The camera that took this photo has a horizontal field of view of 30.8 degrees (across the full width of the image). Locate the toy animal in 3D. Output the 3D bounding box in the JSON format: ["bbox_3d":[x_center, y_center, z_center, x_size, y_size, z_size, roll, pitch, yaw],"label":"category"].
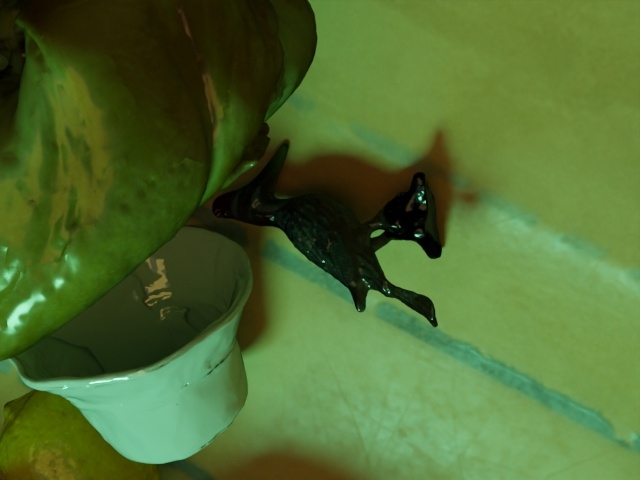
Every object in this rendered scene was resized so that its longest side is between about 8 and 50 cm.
[{"bbox_3d":[0.009,-0.007,0.860,0.202,0.070,0.105,18,71,20],"label":"toy animal"}]

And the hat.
[{"bbox_3d":[-0.129,0.092,0.898,0.203,0.203,0.126,-8,122,21],"label":"hat"}]

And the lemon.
[{"bbox_3d":[-0.201,0.182,0.975,0.155,0.114,0.114,39,117,-7],"label":"lemon"}]

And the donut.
[{"bbox_3d":[-0.164,-0.079,0.747,0.360,0.360,0.170,-34,110,26],"label":"donut"}]
